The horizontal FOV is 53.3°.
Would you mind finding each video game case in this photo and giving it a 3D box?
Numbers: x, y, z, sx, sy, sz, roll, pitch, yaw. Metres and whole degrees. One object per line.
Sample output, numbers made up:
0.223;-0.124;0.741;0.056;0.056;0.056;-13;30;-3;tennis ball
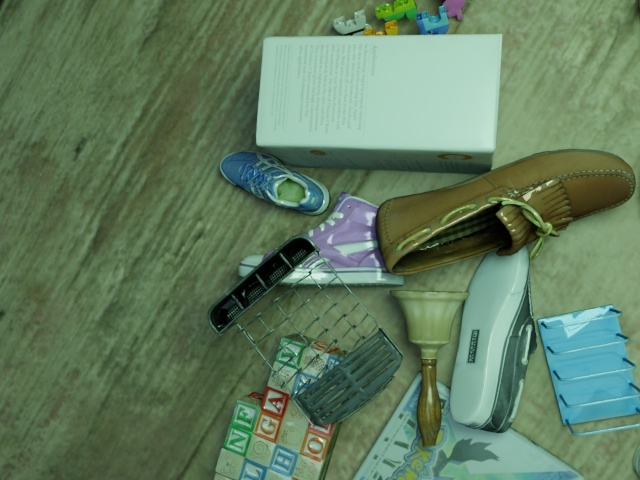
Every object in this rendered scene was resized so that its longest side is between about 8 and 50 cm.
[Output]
0.207;0.431;1.041;0.300;0.036;0.329;32;95;13;video game case

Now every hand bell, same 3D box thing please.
0.171;0.201;1.010;0.126;0.126;0.242;0;87;14;hand bell

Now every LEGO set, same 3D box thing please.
0.144;-0.344;1.070;0.227;0.093;0.087;-12;54;18;LEGO set

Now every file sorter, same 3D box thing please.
0.412;0.194;0.963;0.118;0.104;0.170;-14;84;13;file sorter

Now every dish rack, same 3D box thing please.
-0.015;0.150;0.991;0.208;0.074;0.271;-41;85;9;dish rack

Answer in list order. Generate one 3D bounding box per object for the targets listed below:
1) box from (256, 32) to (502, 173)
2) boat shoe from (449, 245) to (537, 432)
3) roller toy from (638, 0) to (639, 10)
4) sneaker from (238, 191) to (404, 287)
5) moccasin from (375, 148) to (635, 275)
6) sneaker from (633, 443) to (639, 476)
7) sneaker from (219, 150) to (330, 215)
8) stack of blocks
0.100;-0.206;1.000;0.345;0.215;0.168;4;88;14;box
0.290;0.150;1.002;0.102;0.108;0.301;21;75;-22;boat shoe
0.541;-0.405;0.910;0.146;0.191;0.209;10;114;13;roller toy
0.000;0.000;1.085;0.282;0.102;0.161;-1;84;4;sneaker
0.271;-0.034;0.940;0.380;0.139;0.147;-11;47;3;moccasin
0.525;0.267;0.937;0.080;0.094;0.212;13;91;16;sneaker
-0.085;-0.108;1.112;0.211;0.081;0.080;20;94;16;sneaker
-0.058;0.314;1.085;0.171;0.087;0.297;18;92;14;stack of blocks
